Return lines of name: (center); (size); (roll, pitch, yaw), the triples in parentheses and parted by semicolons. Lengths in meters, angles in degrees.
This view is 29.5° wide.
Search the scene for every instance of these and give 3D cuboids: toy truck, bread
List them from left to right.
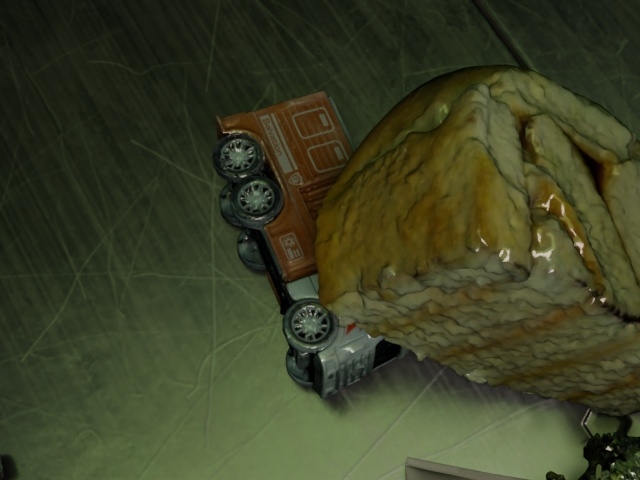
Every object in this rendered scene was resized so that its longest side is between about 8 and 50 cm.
toy truck: (0.000, 0.000, 1.284); (0.162, 0.136, 0.305); (-20, 68, -9)
bread: (0.213, -0.008, 1.165); (0.395, 0.239, 0.264); (22, 57, -29)

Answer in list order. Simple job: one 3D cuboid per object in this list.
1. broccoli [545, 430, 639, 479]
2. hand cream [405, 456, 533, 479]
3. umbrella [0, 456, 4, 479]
broccoli: (0.289, 0.272, 1.141); (0.176, 0.198, 0.226); (-20, 34, 35)
hand cream: (0.131, 0.294, 1.151); (0.133, 0.083, 0.248); (10, 31, 7)
umbrella: (-0.309, 0.368, 1.217); (0.094, 0.143, 0.349); (-44, 55, 39)
